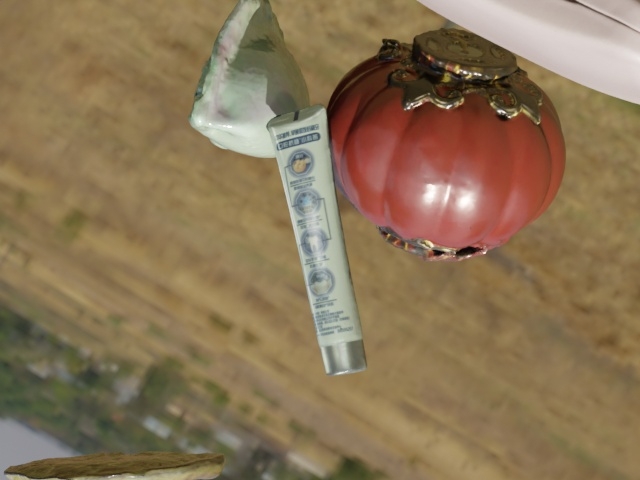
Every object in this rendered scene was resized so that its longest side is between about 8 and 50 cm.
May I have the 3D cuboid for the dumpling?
[{"bbox_3d":[-0.073,-0.149,1.583,0.149,0.104,0.216,65,-159,6],"label":"dumpling"}]

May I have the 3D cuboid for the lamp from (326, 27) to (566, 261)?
[{"bbox_3d":[0.111,-0.082,1.532,0.227,0.227,0.227,30,172,5],"label":"lamp"}]

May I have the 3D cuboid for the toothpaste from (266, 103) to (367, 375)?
[{"bbox_3d":[0.000,0.000,1.468,0.062,0.239,0.039,-15,173,27],"label":"toothpaste"}]

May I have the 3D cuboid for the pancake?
[{"bbox_3d":[-0.210,0.232,1.697,0.212,0.029,0.235,0,175,-35],"label":"pancake"}]

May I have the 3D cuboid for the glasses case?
[{"bbox_3d":[0.138,-0.170,1.147,0.297,0.075,0.113,31,-178,32],"label":"glasses case"}]
